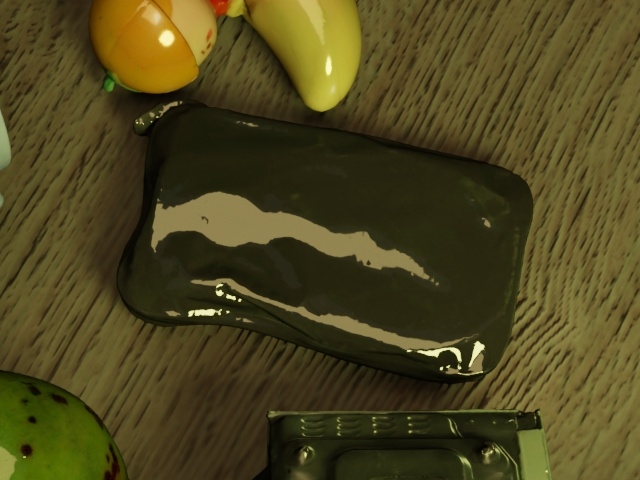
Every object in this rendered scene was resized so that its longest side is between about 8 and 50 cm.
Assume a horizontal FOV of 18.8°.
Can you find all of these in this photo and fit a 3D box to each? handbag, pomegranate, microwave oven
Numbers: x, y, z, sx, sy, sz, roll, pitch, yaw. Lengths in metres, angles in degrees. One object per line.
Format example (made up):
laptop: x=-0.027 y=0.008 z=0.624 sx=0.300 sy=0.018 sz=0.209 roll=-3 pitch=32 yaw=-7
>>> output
handbag: x=-0.003 y=0.000 z=1.546 sx=0.332 sy=0.075 sz=0.192 roll=12 pitch=70 yaw=2
pomegranate: x=-0.246 y=0.178 z=1.426 sx=0.202 sy=0.202 sz=0.248 roll=-31 pitch=44 yaw=-13
microwave oven: x=0.064 y=0.272 z=1.340 sx=0.237 sy=0.181 sz=0.295 roll=1 pitch=43 yaw=-3

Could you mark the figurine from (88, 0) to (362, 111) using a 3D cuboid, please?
figurine: x=-0.108 y=-0.219 z=1.596 sx=0.324 sy=0.124 sz=0.222 roll=44 pitch=74 yaw=8

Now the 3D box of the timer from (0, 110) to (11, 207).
timer: x=-0.348 y=-0.175 z=1.444 sx=0.173 sy=0.395 sz=0.395 roll=-29 pitch=74 yaw=-15
